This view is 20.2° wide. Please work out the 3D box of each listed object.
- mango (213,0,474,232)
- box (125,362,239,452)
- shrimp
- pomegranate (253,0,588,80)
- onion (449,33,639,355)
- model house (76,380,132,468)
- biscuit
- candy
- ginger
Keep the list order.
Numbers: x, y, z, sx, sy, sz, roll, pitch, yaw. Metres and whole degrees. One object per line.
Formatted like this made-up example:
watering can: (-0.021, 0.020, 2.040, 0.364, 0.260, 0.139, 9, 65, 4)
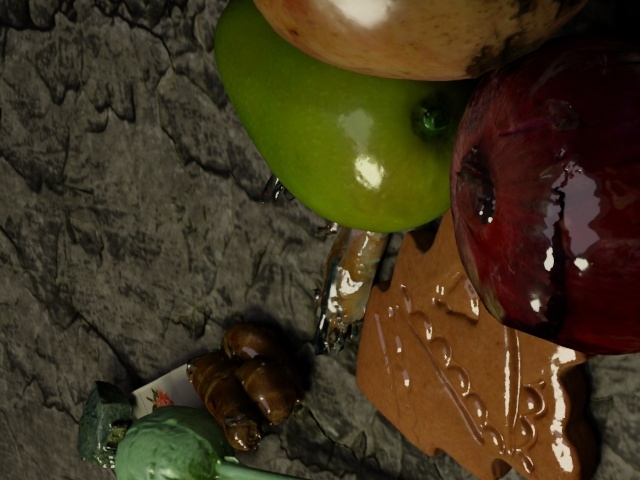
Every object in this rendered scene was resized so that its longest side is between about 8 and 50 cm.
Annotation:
mango: (0.009, -0.122, 1.523, 0.343, 0.156, 0.192, 41, 142, 51)
box: (-0.158, 0.201, 1.970, 0.198, 0.029, 0.109, -29, 82, 53)
shrimp: (0.000, 0.000, 1.673, 0.152, 0.046, 0.219, 33, 125, 38)
pomegranate: (0.075, -0.269, 1.268, 0.322, 0.322, 0.322, 24, 122, 44)
onion: (0.189, -0.033, 1.311, 0.246, 0.190, 0.246, 174, 90, -68)
model house: (-0.233, 0.206, 2.006, 0.079, 0.066, 0.083, 28, 110, 57)
biscuit: (0.122, 0.103, 1.568, 0.306, 0.043, 0.284, -23, 86, 53)
candy: (-0.028, 0.238, 1.758, 0.440, 0.119, 0.119, 4, 108, 38)
ginger: (-0.066, 0.145, 1.785, 0.073, 0.103, 0.162, 45, -176, -34)
